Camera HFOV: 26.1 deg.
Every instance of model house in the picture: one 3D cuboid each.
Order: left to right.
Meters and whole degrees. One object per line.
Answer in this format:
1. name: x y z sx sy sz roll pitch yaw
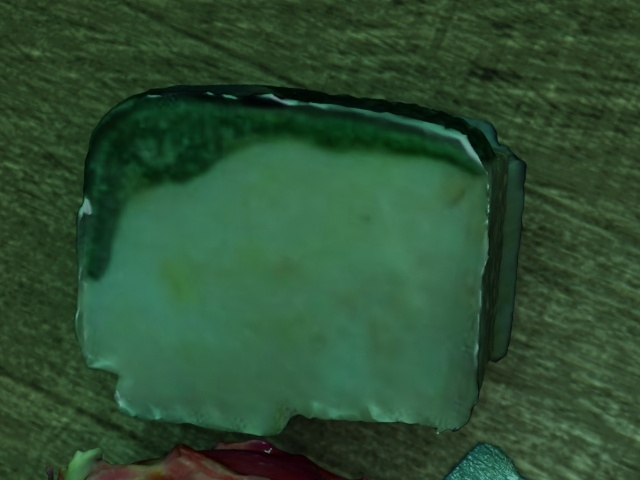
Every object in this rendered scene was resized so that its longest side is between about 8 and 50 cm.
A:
1. model house: 0.001 0.002 1.058 0.298 0.284 0.243 6 99 15

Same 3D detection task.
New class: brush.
1. brush: 0.180 0.247 1.104 0.196 0.021 0.070 44 83 13

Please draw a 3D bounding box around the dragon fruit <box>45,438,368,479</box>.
1. dragon fruit: -0.054 0.270 0.949 0.386 0.371 0.249 28 69 2
